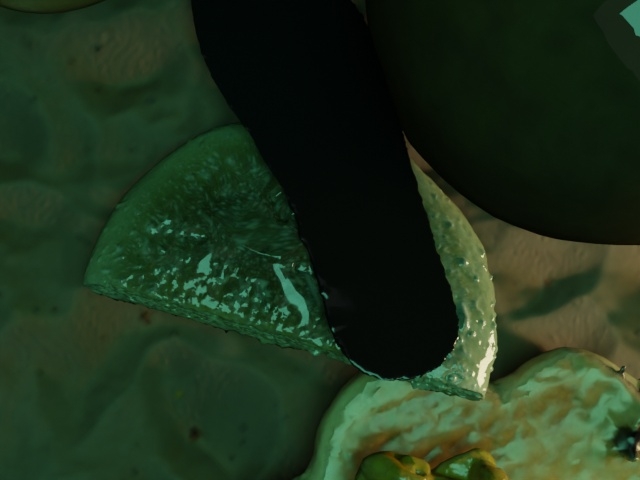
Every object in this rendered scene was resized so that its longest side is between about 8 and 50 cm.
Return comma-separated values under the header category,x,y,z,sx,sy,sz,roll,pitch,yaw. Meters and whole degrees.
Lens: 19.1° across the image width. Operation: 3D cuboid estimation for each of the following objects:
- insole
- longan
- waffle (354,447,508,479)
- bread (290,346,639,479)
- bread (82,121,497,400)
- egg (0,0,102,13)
category,x,y,z,sx,sy,sz,roll,pitch,yaw
insole,0.004,-0.045,0.872,0.080,0.003,0.232,-20,78,-13
longan,0.144,-0.109,0.806,0.248,0.248,0.248,-1,96,-7
waffle,0.015,0.220,0.860,0.253,0.056,0.249,-9,95,-4
bread,0.086,0.204,0.920,0.316,0.054,0.316,-1,95,-8
bread,-0.002,-0.005,0.879,0.193,0.036,0.112,17,75,2
egg,-0.125,-0.214,0.780,0.201,0.201,0.244,-12,111,-6
